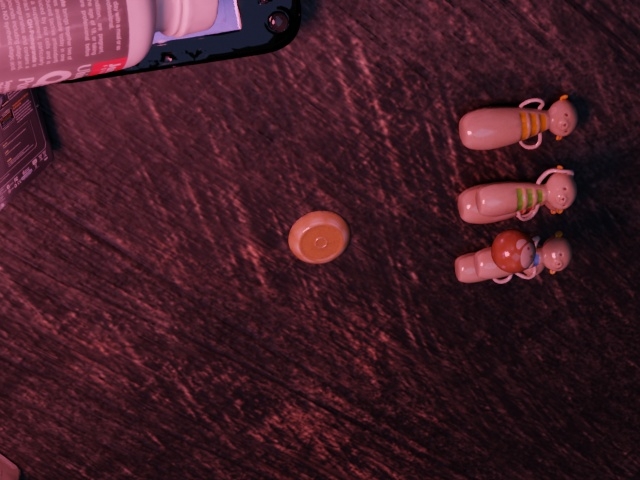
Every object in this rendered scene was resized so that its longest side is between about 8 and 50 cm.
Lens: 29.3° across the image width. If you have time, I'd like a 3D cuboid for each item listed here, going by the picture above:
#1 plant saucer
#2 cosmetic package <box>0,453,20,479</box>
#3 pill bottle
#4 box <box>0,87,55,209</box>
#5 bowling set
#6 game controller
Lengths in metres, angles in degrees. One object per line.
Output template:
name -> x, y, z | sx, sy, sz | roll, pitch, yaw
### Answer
plant saucer -> 0.000, 0.000, 1.612 | 0.083, 0.015, 0.083 | -5, 124, -8
cosmetic package -> -0.586, 0.396, 1.703 | 0.309, 0.113, 0.160 | -34, 122, 13
pill bottle -> -0.272, -0.247, 1.226 | 0.319, 0.176, 0.176 | -16, 126, -22
box -> -0.395, -0.110, 1.343 | 0.056, 0.231, 0.183 | 7, 127, 22
bowling set -> 0.269, -0.018, 1.548 | 0.154, 0.200, 0.287 | -8, 127, -7
game controller -> -0.184, -0.275, 1.370 | 0.319, 0.067, 0.166 | -10, 124, -5
